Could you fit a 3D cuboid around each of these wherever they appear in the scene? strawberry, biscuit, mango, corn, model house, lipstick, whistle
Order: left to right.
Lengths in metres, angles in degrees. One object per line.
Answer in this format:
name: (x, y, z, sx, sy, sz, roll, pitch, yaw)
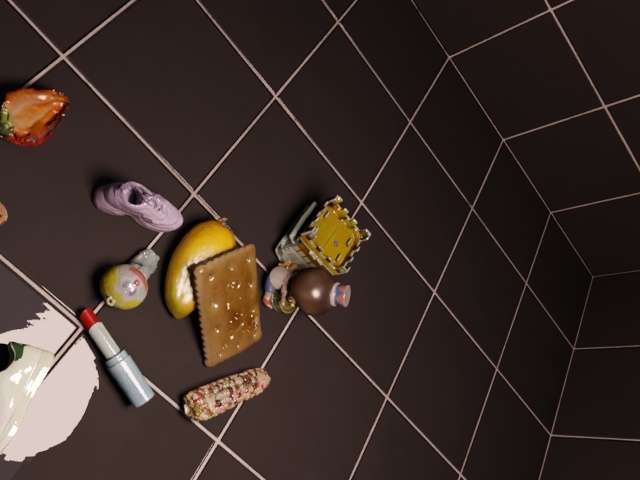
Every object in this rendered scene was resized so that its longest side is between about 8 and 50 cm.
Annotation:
strawberry: (-0.705, -0.295, 1.527, 0.140, 0.085, 0.192, 29, 56, -26)
lipstick: (-0.513, 0.288, 1.578, 0.061, 0.068, 0.274, -36, 98, -34)
whistle: (-0.479, 0.093, 1.630, 0.122, 0.123, 0.223, 55, 35, -18)
mango: (-0.334, 0.071, 1.767, 0.176, 0.119, 0.316, 44, 63, -32)
corn: (-0.261, 0.423, 1.769, 0.281, 0.092, 0.092, -14, 90, -48)
biscuit: (-0.251, 0.183, 1.773, 0.217, 0.044, 0.324, -25, 123, -44)
model house: (0.000, 0.000, 2.012, 0.198, 0.215, 0.224, 47, 53, -20)

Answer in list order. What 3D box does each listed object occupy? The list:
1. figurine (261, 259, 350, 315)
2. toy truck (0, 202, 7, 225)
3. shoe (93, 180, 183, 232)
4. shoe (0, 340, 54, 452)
figurine: (-0.042, 0.155, 1.902, 0.161, 0.276, 0.158, -46, 126, -35)
toy truck: (-0.804, -0.113, 1.384, 0.256, 0.108, 0.140, 52, 37, -17)
shoe: (-0.458, -0.093, 1.670, 0.245, 0.138, 0.095, 22, 70, -37)
shoe: (-0.696, 0.345, 1.387, 0.110, 0.095, 0.264, 37, 52, -24)
